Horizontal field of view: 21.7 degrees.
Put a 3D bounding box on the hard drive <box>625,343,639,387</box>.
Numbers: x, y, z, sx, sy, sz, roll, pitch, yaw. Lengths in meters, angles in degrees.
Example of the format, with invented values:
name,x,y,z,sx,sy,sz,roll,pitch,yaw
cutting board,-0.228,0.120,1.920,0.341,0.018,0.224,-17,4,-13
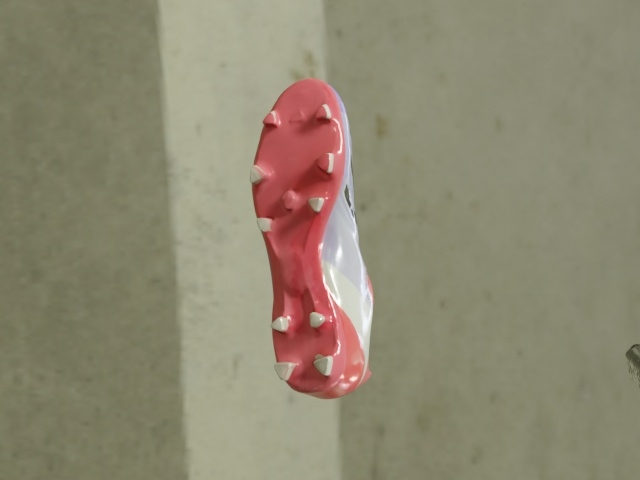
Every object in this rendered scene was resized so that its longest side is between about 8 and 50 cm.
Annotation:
name,x,y,z,sx,sy,sz,roll,pitch,yaw
hard drive,0.216,0.066,0.866,0.135,0.094,0.022,-78,157,-85

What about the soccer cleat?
name,x,y,z,sx,sy,sz,roll,pitch,yaw
soccer cleat,0.000,0.000,1.304,0.095,0.083,0.248,12,73,-63
